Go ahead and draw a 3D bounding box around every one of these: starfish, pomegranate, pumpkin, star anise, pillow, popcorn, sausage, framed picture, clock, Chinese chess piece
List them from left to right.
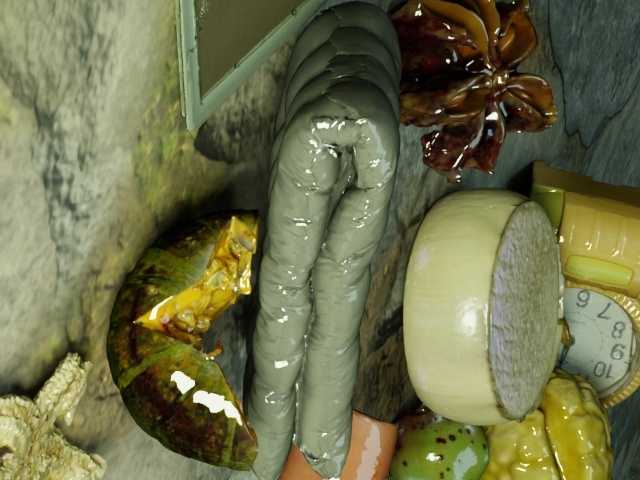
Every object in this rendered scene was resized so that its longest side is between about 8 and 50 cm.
[{"bbox_3d":[-0.183,0.143,0.933,0.150,0.053,0.209,-65,161,-6],"label":"starfish"},{"bbox_3d":[-0.094,0.066,1.015,0.119,0.108,0.183,99,-7,-68],"label":"pumpkin"},{"bbox_3d":[-0.046,-0.253,1.002,0.232,0.019,0.296,-50,150,-46],"label":"framed picture"},{"bbox_3d":[-0.006,0.283,1.420,0.259,0.114,0.113,-71,159,-4],"label":"sausage"},{"bbox_3d":[0.000,0.000,1.122,0.228,0.101,0.326,-88,-176,-60],"label":"pillow"},{"bbox_3d":[0.140,0.266,1.738,0.129,0.129,0.159,-54,143,-39],"label":"pomegranate"},{"bbox_3d":[0.131,-0.150,1.376,0.220,0.126,0.190,24,55,-47],"label":"star anise"},{"bbox_3d":[0.188,0.074,1.658,0.270,0.112,0.270,-12,104,-63],"label":"Chinese chess piece"},{"bbox_3d":[0.253,0.246,1.849,0.265,0.225,0.332,-160,-103,-66],"label":"popcorn"},{"bbox_3d":[0.352,0.076,1.984,0.200,0.244,0.317,-65,168,-64],"label":"clock"}]

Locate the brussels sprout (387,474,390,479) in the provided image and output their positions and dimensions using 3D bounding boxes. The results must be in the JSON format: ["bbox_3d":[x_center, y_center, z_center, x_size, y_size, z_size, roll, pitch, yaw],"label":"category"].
[{"bbox_3d":[0.052,0.273,1.646,0.083,0.046,0.051,52,52,-65],"label":"brussels sprout"}]
